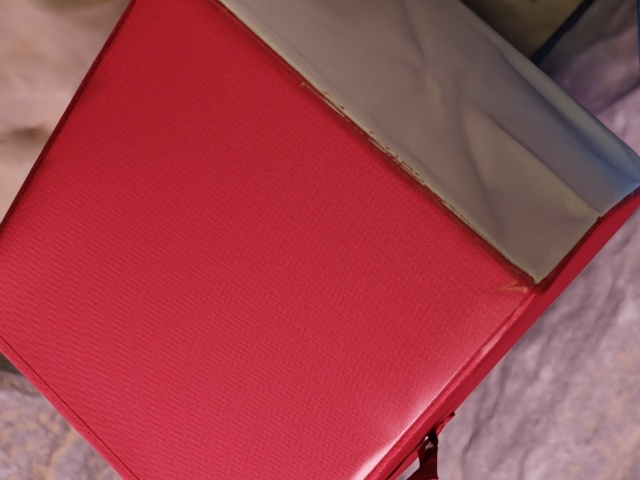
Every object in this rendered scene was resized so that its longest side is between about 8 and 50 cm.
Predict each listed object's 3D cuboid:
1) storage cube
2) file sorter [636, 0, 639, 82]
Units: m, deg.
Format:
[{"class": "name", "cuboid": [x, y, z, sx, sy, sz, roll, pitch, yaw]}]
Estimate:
[{"class": "storage cube", "cuboid": [0.000, 0.000, 0.588, 0.215, 0.183, 0.193, 42, 120, 11]}, {"class": "file sorter", "cuboid": [0.199, -0.059, 0.596, 0.104, 0.118, 0.170, -7, 120, 7]}]
